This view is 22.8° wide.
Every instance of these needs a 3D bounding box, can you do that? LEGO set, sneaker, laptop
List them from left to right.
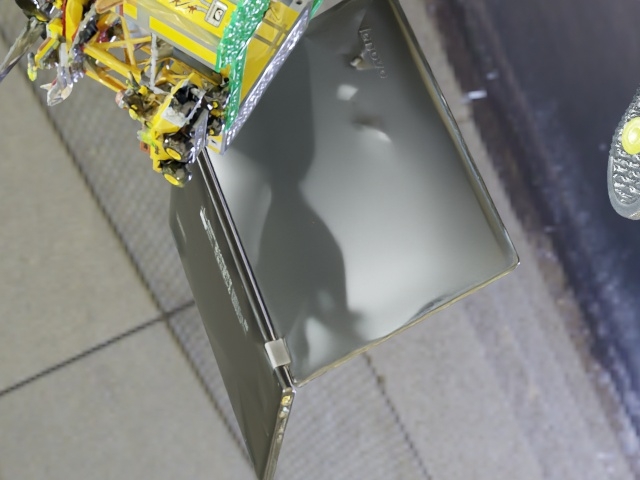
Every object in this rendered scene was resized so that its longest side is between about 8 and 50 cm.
[{"bbox_3d":[-0.068,-0.216,0.841,0.331,0.192,0.255,-59,176,-11],"label":"LEGO set"},{"bbox_3d":[0.000,0.000,1.767,0.236,0.408,0.382,-13,61,-16],"label":"laptop"},{"bbox_3d":[0.301,-0.114,1.318,0.082,0.069,0.209,16,88,-35],"label":"sneaker"}]
